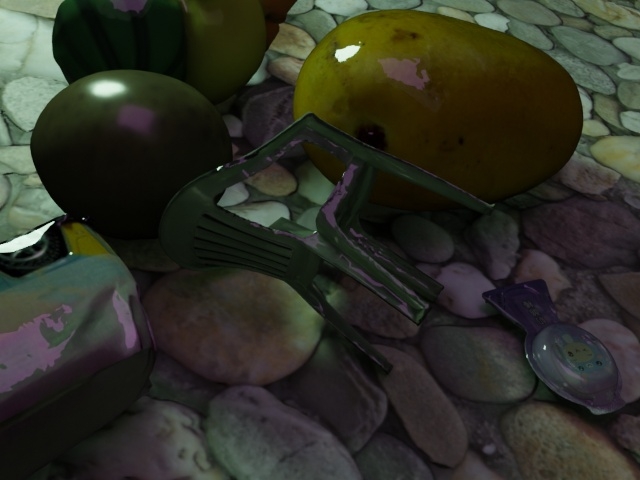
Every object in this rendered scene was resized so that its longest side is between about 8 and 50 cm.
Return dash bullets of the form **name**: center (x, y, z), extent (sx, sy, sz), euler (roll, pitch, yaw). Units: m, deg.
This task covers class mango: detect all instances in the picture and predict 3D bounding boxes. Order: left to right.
- **mango**: center (0.171, -0.175, 1.042), extent (0.446, 0.232, 0.300), euler (-11, 43, -38)

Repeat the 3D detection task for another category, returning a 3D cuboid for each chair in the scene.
- **chair**: center (0.000, 0.000, 0.825), extent (0.275, 0.203, 0.190), euler (31, 56, 11)

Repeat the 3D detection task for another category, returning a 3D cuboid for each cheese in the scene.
- **cheese**: center (0.266, 0.117, 0.884), extent (0.105, 0.042, 0.191), euler (-10, 45, -27)

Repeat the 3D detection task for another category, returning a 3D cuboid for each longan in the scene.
- **longan**: center (-0.205, -0.093, 0.870), extent (0.220, 0.196, 0.196), euler (6, 42, -16)

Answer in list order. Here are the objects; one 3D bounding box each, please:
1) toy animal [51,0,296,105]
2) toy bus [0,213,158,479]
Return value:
- **toy animal**: center (-0.189, -0.277, 1.075), extent (0.338, 0.216, 0.191), euler (-19, 79, -28)
- **toy bus**: center (-0.303, 0.134, 0.629), extent (0.162, 0.171, 0.386), euler (45, 49, 17)
